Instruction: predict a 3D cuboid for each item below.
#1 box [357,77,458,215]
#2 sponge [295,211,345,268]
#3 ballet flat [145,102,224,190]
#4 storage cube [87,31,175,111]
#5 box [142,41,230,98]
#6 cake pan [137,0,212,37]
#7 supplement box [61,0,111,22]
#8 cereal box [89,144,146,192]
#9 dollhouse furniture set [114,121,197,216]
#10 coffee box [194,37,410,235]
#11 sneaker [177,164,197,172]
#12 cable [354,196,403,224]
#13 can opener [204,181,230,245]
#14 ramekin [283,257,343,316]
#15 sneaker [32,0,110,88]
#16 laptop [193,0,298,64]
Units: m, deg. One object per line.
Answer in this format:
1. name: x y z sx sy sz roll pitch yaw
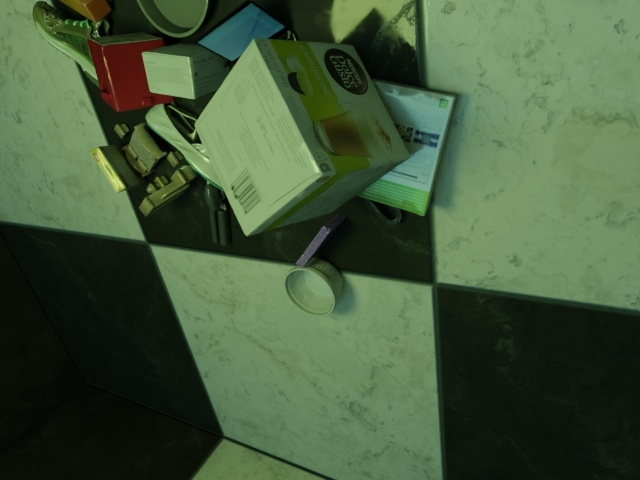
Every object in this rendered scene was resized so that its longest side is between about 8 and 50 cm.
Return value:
1. box: 0.212 -0.249 1.206 0.232 0.058 0.322 20 118 20
2. sponge: 0.000 0.000 1.487 0.031 0.117 0.210 41 132 5
3. ballet flat: -0.428 -0.339 1.541 0.400 0.139 0.139 42 132 3
4. storage cube: -0.599 -0.538 1.423 0.183 0.215 0.193 36 137 43
5. box: -0.398 -0.517 1.356 0.182 0.181 0.119 16 127 23
6. cake pan: -0.428 -0.753 1.307 0.293 0.054 0.293 16 126 23
7. supplement box: -0.798 -0.803 1.460 0.233 0.080 0.078 32 164 15
8. cereal box: -0.769 -0.279 1.718 0.047 0.240 0.173 -29 103 4
9. dollhouse furniture set: -0.655 -0.290 1.619 0.355 0.174 0.303 54 147 -9
10. coffee box: -0.050 -0.255 1.137 0.338 0.334 0.337 -33 80 47
11. sneaker: -0.489 -0.262 1.672 0.109 0.044 0.040 -7 113 33
12. cable: 0.127 -0.154 1.370 0.287 0.072 0.139 21 112 4
13. can opener: -0.398 -0.095 1.688 0.076 0.095 0.283 19 127 22
14. ramekin: -0.018 0.160 1.609 0.207 0.109 0.207 15 126 22
15. sneaker: -0.785 -0.695 1.534 0.410 0.158 0.182 42 115 -3
16. laptop: -0.178 -0.495 1.264 0.234 0.136 0.264 -13 112 37
